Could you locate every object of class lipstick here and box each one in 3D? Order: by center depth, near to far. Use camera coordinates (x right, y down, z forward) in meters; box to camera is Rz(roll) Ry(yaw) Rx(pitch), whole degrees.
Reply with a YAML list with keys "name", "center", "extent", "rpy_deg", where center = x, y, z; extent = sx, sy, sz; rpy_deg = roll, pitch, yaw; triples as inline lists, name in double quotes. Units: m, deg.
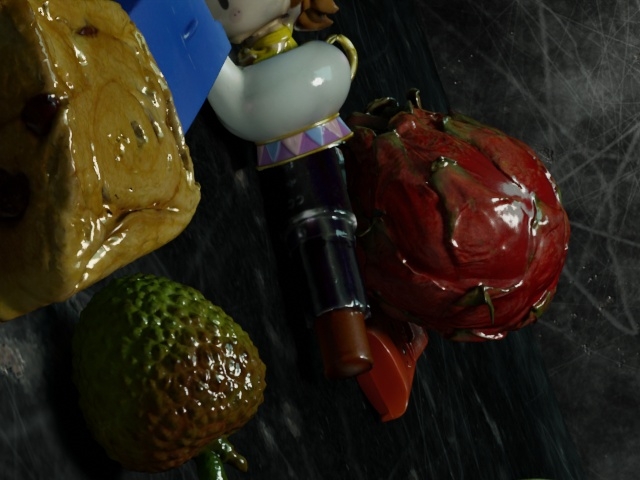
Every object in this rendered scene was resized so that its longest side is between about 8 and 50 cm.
- name: "lipstick"
  center: [0.000, 0.000, 1.324]
  extent: [0.081, 0.081, 0.299]
  rpy_deg: [47, 25, -57]

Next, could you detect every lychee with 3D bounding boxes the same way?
- name: "lychee"
  center: [-0.092, 0.088, 0.817]
  extent: [0.146, 0.114, 0.114]
  rpy_deg: [54, 13, 6]

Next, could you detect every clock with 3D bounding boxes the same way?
- name: "clock"
  center: [0.075, 0.119, 1.492]
  extent: [0.113, 0.061, 0.155]
  rpy_deg: [65, 17, -15]

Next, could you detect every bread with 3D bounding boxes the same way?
- name: "bread"
  center: [-0.157, -0.039, 0.687]
  extent: [0.149, 0.143, 0.158]
  rpy_deg: [68, 18, -7]

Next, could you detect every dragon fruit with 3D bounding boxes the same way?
- name: "dragon fruit"
  center: [0.128, -0.018, 1.418]
  extent: [0.299, 0.244, 0.244]
  rpy_deg: [45, 21, -13]

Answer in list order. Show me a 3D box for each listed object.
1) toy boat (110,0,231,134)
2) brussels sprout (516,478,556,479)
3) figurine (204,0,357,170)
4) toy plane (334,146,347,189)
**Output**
- name: "toy boat"
  center: [-0.151, -0.090, 0.909]
  extent: [0.129, 0.088, 0.295]
  rpy_deg: [63, 27, -28]
- name: "brussels sprout"
  center: [0.216, 0.388, 1.234]
  extent: [0.344, 0.268, 0.344]
  rpy_deg: [-13, 90, -80]
- name: "figurine"
  center: [-0.056, -0.206, 1.265]
  extent: [0.189, 0.142, 0.263]
  rpy_deg: [-25, 100, -41]
- name: "toy plane"
  center: [0.029, -0.076, 1.567]
  extent: [0.171, 0.065, 0.162]
  rpy_deg: [13, 57, -75]
